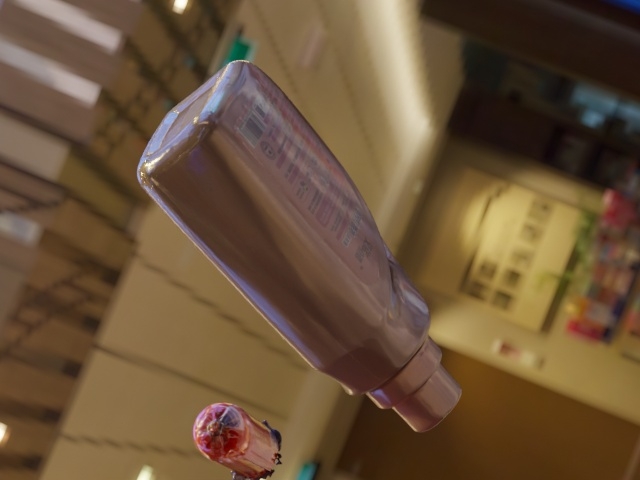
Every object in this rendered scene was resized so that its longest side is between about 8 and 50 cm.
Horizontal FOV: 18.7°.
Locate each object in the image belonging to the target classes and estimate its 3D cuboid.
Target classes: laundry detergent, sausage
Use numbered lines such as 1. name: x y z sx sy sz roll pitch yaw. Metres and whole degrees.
1. laundry detergent: 0.000 0.000 1.184 0.076 0.237 0.171 -38 15 21
2. sausage: -0.060 0.138 1.327 0.050 0.048 0.145 -54 -14 -5
